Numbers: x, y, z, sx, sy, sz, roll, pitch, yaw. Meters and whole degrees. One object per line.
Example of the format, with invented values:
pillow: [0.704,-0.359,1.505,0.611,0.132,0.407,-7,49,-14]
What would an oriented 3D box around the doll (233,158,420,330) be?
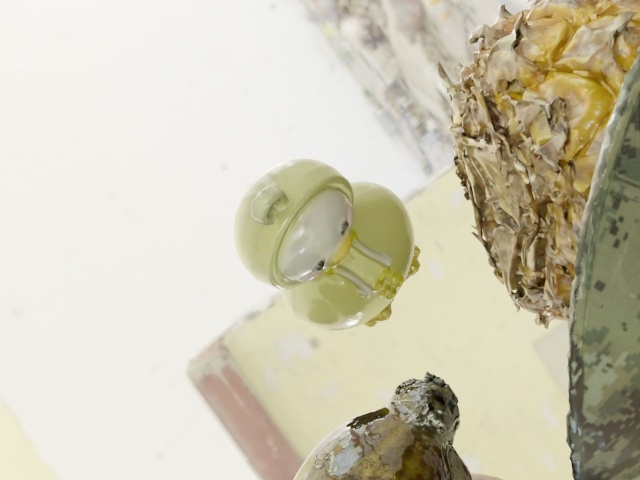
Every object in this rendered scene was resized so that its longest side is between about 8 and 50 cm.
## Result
doll: [0.009,0.007,0.879,0.117,0.141,0.296,38,-177,17]

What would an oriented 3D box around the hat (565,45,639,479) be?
hat: [0.207,0.012,0.440,0.128,0.265,0.265,18,151,38]

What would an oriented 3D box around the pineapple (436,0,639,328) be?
pineapple: [0.274,-0.082,0.884,0.352,0.300,0.352,162,90,-83]

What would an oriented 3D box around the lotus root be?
lotus root: [0.030,0.179,0.647,0.120,0.209,0.120,20,180,0]

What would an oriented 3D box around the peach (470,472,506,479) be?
peach: [0.134,0.320,0.847,0.258,0.201,0.362,53,-145,-12]
